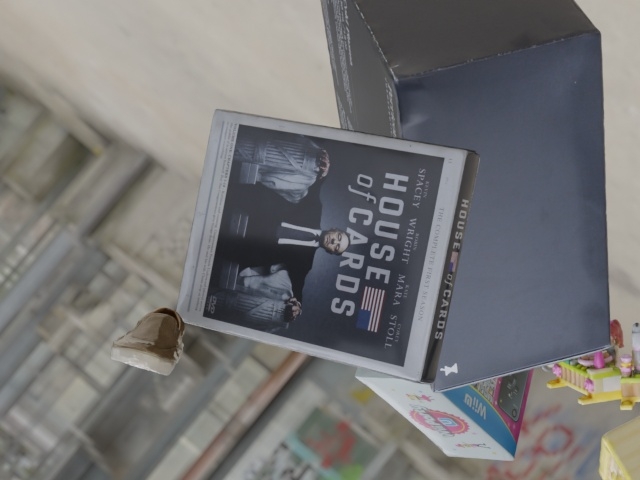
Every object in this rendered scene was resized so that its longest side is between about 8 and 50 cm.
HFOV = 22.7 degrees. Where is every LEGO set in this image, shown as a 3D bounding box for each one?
[{"bbox_3d":[0.315,0.099,1.561,0.287,0.132,0.107,5,102,53],"label":"LEGO set"}]

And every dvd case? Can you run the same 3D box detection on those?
[{"bbox_3d":[0.000,0.000,1.251,0.239,0.179,0.029,12,-179,34],"label":"dvd case"}]

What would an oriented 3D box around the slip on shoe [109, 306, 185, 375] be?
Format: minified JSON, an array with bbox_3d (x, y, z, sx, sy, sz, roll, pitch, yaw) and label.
[{"bbox_3d":[-0.128,0.076,1.228,0.051,0.041,0.135,16,-179,6],"label":"slip on shoe"}]

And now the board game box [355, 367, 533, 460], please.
[{"bbox_3d":[0.168,0.069,1.830,0.097,0.303,0.224,-1,150,36],"label":"board game box"}]

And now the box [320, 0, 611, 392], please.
[{"bbox_3d":[0.129,-0.098,1.472,0.312,0.179,0.343,-110,8,-52],"label":"box"}]

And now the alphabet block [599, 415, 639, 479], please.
[{"bbox_3d":[0.494,0.311,2.071,0.192,0.197,0.193,60,175,26],"label":"alphabet block"}]
